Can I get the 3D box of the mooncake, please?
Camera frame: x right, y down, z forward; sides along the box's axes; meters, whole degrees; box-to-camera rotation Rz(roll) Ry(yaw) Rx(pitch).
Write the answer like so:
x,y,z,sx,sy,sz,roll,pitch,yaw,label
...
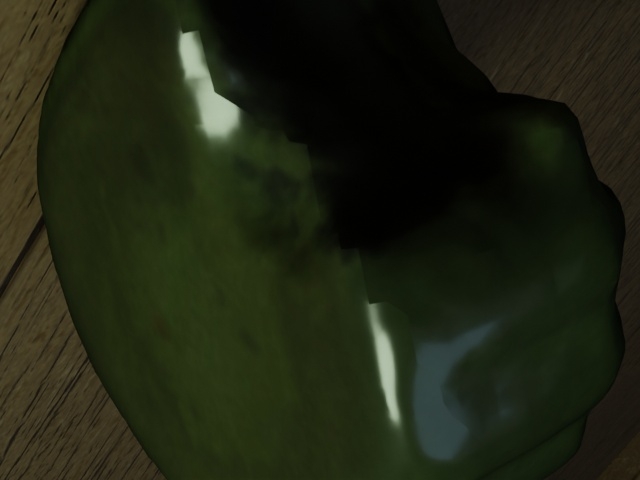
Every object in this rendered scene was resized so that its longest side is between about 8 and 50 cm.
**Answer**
x,y,z,sx,sy,sz,roll,pitch,yaw,label
0.000,0.000,0.916,0.187,0.351,0.351,-25,153,-33,mooncake
